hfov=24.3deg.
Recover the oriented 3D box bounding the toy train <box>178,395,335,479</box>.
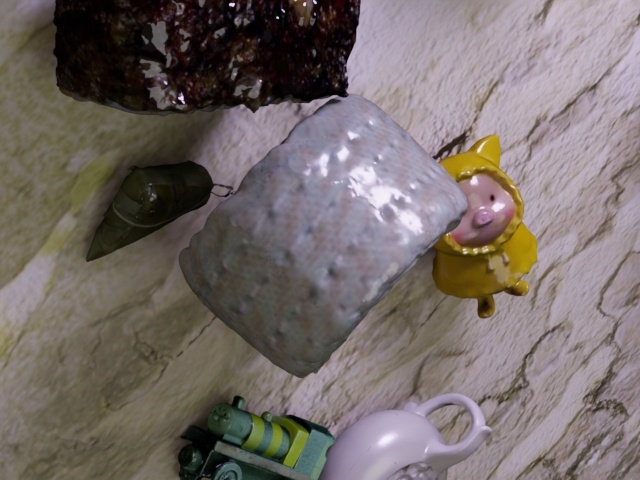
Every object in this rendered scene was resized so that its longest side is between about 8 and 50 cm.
[{"bbox_3d":[-0.085,0.264,1.836,0.200,0.083,0.132,29,84,-46],"label":"toy train"}]

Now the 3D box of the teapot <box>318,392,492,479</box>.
[{"bbox_3d":[0.094,0.317,1.970,0.298,0.139,0.204,-53,133,0],"label":"teapot"}]

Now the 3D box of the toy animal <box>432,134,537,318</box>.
[{"bbox_3d":[0.195,-0.010,1.868,0.156,0.156,0.229,-34,122,-20],"label":"toy animal"}]

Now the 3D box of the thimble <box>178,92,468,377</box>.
[{"bbox_3d":[0.000,0.000,1.592,0.291,0.195,0.291,-45,175,-5],"label":"thimble"}]

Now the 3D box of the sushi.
[{"bbox_3d":[-0.123,-0.217,1.455,0.343,0.196,0.182,-7,101,-43],"label":"sushi"}]

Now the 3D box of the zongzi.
[{"bbox_3d":[-0.175,-0.030,1.616,0.154,0.062,0.130,-12,144,-53],"label":"zongzi"}]
